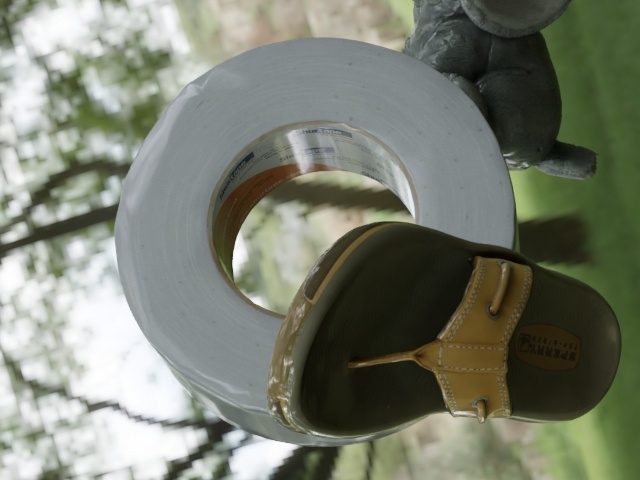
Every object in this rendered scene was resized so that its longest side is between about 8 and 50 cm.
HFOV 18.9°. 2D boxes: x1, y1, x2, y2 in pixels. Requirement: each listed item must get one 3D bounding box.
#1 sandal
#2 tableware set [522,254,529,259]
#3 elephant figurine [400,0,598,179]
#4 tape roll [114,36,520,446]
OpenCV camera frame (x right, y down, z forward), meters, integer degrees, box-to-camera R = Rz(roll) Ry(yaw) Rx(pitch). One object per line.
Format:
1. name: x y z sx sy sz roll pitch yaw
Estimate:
1. sandal: 0.054 0.035 0.644 0.180 0.049 0.072 8 -86 -46
2. tableware set: 0.078 0.051 1.279 0.024 0.154 0.104 169 104 -64
3. elephant figurine: 0.109 -0.181 1.443 0.186 0.169 0.239 15 -99 -58
4. tape roll: 0.000 0.000 1.064 0.072 0.219 0.219 71 -176 -69
